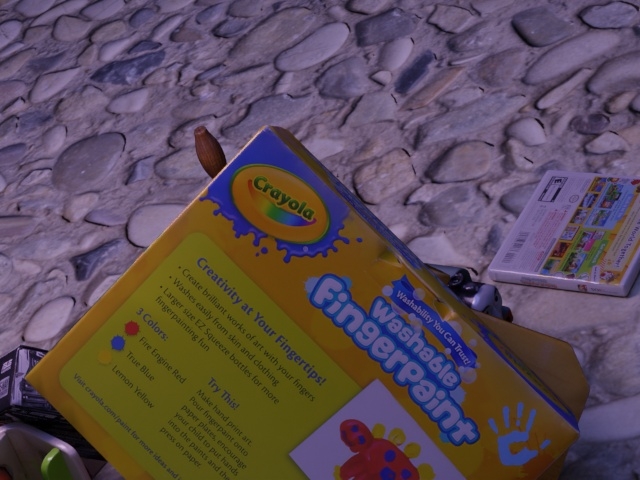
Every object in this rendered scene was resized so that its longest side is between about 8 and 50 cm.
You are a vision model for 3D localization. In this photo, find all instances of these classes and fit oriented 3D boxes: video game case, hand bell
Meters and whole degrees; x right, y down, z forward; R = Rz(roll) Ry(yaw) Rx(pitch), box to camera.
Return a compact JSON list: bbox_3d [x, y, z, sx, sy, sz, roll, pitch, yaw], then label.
[{"bbox_3d":[0.372,-0.015,2.016,0.206,0.026,0.227,6,44,34],"label":"video game case"},{"bbox_3d":[-0.143,-0.073,2.181,0.126,0.242,0.126,-15,38,12],"label":"hand bell"}]

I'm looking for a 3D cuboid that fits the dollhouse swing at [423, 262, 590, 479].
[{"bbox_3d":[0.100,0.200,1.714,0.315,0.304,0.347,-151,80,-77],"label":"dollhouse swing"}]

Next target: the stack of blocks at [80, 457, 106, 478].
[{"bbox_3d":[-0.407,0.298,1.917,0.087,0.171,0.297,12,48,38],"label":"stack of blocks"}]

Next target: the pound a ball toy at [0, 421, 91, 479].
[{"bbox_3d":[-0.367,0.362,1.678,0.135,0.319,0.208,18,52,29],"label":"pound a ball toy"}]

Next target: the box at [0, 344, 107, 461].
[{"bbox_3d":[-0.272,0.217,1.780,0.242,0.307,0.077,-28,52,57],"label":"box"}]

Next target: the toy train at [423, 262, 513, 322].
[{"bbox_3d":[0.103,0.104,1.870,0.333,0.190,0.142,9,47,36],"label":"toy train"}]

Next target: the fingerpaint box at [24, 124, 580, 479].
[{"bbox_3d":[-0.015,0.162,1.512,0.371,0.445,0.163,-46,-3,6],"label":"fingerpaint box"}]
